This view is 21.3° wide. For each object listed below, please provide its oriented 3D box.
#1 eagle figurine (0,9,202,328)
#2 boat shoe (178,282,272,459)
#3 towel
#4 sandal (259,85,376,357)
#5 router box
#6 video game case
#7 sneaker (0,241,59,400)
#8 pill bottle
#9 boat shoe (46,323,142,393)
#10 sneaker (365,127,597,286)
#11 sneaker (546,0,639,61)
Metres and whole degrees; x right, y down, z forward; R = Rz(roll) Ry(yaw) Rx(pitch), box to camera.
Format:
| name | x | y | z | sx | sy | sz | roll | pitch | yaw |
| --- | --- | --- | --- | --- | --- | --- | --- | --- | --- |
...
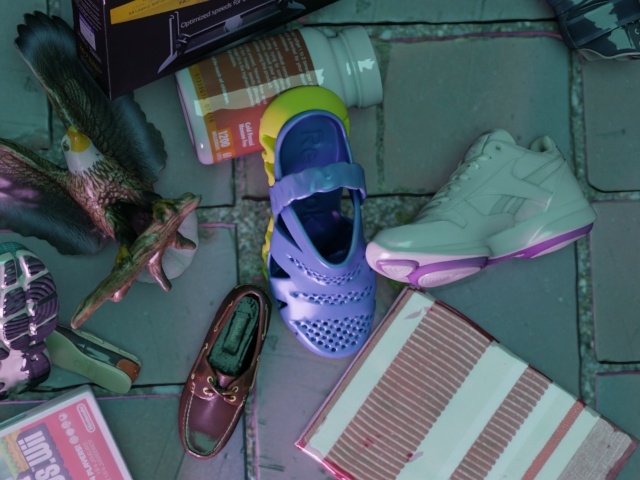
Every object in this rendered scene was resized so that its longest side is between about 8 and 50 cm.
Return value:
| name | x | y | z | sx | sy | sz | roll | pitch | yaw |
| --- | --- | --- | --- | --- | --- | --- | --- | --- | --- |
| eagle figurine | -0.265 | -0.080 | 1.859 | 0.298 | 0.225 | 0.226 | 40 | 40 | 25 |
| boat shoe | -0.109 | 0.146 | 1.902 | 0.073 | 0.073 | 0.207 | 16 | 88 | -6 |
| towel | 0.168 | 0.233 | 1.947 | 0.329 | 0.037 | 0.237 | 35 | 88 | -2 |
| sandal | 0.000 | 0.000 | 1.844 | 0.126 | 0.138 | 0.317 | -15 | 121 | -7 |
| router box | -0.112 | -0.306 | 1.780 | 0.309 | 0.243 | 0.081 | -26 | 59 | -21 |
| video game case | -0.343 | 0.304 | 1.866 | 0.285 | 0.025 | 0.204 | -24 | 109 | -7 |
| sneaker | -0.346 | 0.076 | 1.787 | 0.107 | 0.275 | 0.110 | -22 | 68 | -24 |
| pill bottle | -0.046 | -0.168 | 1.890 | 0.216 | 0.121 | 0.121 | -16 | 90 | -5 |
| boat shoe | -0.265 | 0.122 | 1.903 | 0.137 | 0.049 | 0.043 | 28 | 44 | -2 |
| sneaker | 0.164 | -0.038 | 1.891 | 0.305 | 0.114 | 0.152 | -15 | 82 | -35 |
| sneaker | 0.364 | -0.298 | 1.953 | 0.226 | 0.086 | 0.163 | -28 | 93 | -7 |
